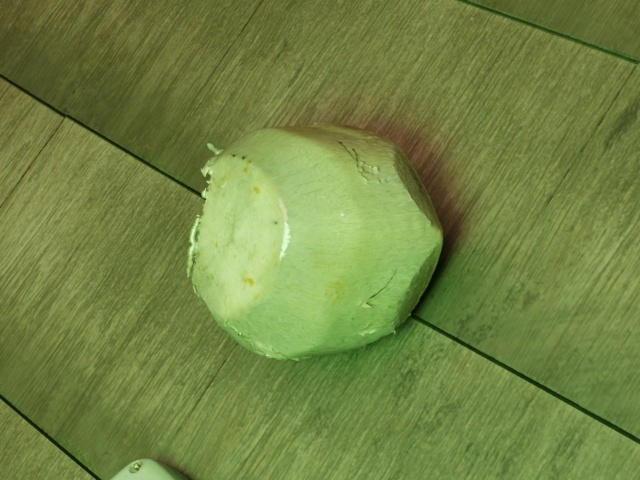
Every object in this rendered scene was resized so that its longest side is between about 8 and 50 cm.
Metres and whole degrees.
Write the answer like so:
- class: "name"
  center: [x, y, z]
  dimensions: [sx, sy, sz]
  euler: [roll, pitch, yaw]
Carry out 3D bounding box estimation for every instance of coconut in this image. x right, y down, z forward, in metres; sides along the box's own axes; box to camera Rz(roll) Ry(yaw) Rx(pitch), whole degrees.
- class: "coconut"
  center: [0.000, 0.000, 1.586]
  dimensions: [0.346, 0.360, 0.346]
  euler: [-1, 89, 47]

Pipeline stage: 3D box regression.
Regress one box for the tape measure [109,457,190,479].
- class: "tape measure"
  center: [-0.263, 0.478, 1.614]
  dimensions: [0.265, 0.130, 0.258]
  euler: [35, 88, 35]
